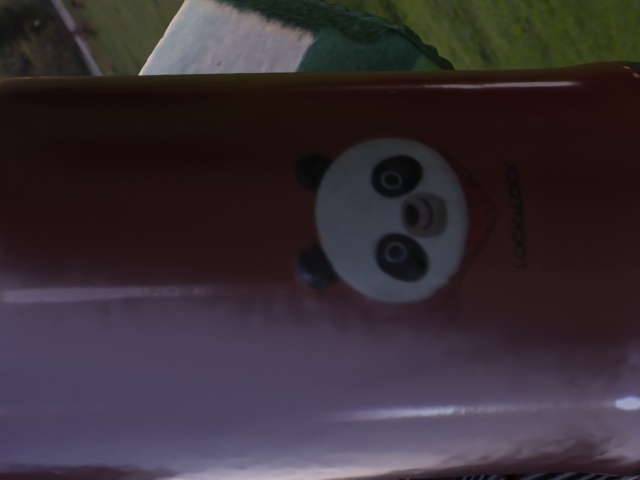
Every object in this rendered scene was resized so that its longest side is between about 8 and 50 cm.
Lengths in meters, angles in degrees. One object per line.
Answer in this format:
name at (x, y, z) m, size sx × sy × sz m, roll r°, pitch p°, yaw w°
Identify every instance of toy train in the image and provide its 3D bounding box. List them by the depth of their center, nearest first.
toy train at (0.000, 0.000, 0.663) m, size 0.299 × 0.238 × 0.167 m, roll 34°, pitch 177°, yaw -43°

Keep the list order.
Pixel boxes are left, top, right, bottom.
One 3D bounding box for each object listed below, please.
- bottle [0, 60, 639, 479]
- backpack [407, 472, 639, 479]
bottle at (-0.039, 0.010, 0.389) m, size 0.144 × 0.336 × 0.144 m, roll 180°, pitch 90°, yaw -81°
backpack at (0.167, 0.155, 0.595) m, size 0.283 × 0.317 × 0.197 m, roll -85°, pitch -24°, yaw -59°
